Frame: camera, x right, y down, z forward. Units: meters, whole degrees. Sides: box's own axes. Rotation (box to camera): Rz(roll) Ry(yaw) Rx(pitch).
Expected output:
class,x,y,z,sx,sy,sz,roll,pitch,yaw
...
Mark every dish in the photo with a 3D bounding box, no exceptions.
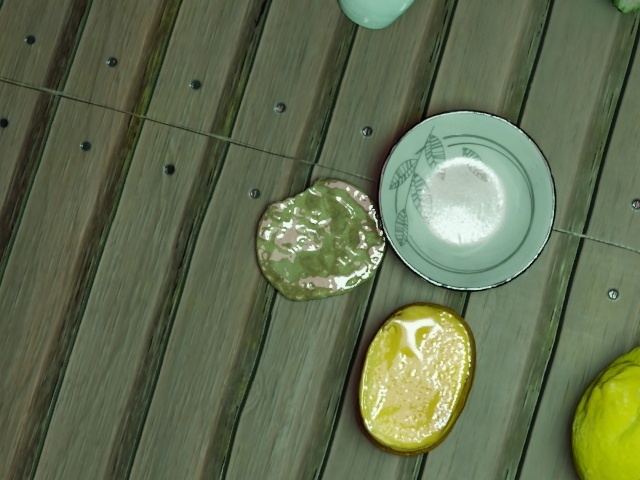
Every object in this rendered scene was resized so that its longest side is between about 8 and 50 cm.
class,x,y,z,sx,sy,sz,roll,pitch,yaw
dish,0.250,-0.066,1.701,0.316,0.106,0.316,0,86,2

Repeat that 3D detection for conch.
class,x,y,z,sx,sy,sz,roll,pitch,yaw
conch,0.113,-0.500,1.761,0.185,0.121,0.221,25,91,36

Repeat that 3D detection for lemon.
class,x,y,z,sx,sy,sz,roll,pitch,yaw
lemon,0.569,0.327,1.528,0.348,0.348,0.348,0,84,4

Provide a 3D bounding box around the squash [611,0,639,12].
class,x,y,z,sx,sy,sz,roll,pitch,yaw
squash,0.509,-0.603,1.668,0.310,0.310,0.309,-43,68,-1

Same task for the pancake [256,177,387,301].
class,x,y,z,sx,sy,sz,roll,pitch,yaw
pancake,0.000,0.000,1.742,0.222,0.042,0.236,43,91,3

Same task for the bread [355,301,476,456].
class,x,y,z,sx,sy,sz,roll,pitch,yaw
bread,0.161,0.235,1.654,0.195,0.142,0.270,18,84,8
